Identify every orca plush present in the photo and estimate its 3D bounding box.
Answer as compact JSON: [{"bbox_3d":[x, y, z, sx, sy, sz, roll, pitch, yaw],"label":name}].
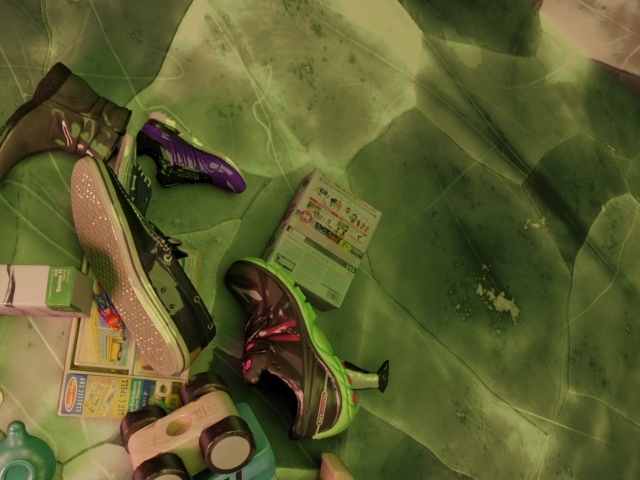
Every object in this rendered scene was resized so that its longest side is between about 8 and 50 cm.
[{"bbox_3d":[0.028,0.307,1.674,0.287,0.151,0.102,-3,36,-3],"label":"orca plush"}]

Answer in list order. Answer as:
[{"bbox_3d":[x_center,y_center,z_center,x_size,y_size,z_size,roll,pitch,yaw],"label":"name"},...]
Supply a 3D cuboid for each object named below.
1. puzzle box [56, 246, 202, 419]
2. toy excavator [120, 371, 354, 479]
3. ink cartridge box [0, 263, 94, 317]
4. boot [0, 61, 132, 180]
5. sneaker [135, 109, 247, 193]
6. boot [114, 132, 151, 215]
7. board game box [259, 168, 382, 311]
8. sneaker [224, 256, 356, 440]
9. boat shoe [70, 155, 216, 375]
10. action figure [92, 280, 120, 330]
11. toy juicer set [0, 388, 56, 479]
[{"bbox_3d":[-0.424,0.199,1.511,0.272,0.052,0.408,10,73,-23],"label":"puzzle box"},{"bbox_3d":[-0.168,0.512,1.473,0.433,0.222,0.445,-26,121,-14],"label":"toy excavator"},{"bbox_3d":[-0.590,0.105,1.361,0.209,0.153,0.086,1,75,-4],"label":"ink cartridge box"},{"bbox_3d":[-0.586,-0.224,1.512,0.223,0.118,0.338,36,68,-19],"label":"boot"},{"bbox_3d":[-0.328,-0.177,1.636,0.293,0.102,0.146,34,68,-9],"label":"sneaker"},{"bbox_3d":[-0.440,-0.152,1.574,0.086,0.069,0.189,10,95,-30],"label":"boot"},{"bbox_3d":[0.000,0.000,1.746,0.224,0.097,0.303,34,66,-16],"label":"board game box"},{"bbox_3d":[-0.105,0.233,1.515,0.202,0.185,0.482,-23,60,-21],"label":"sneaker"},{"bbox_3d":[-0.384,0.045,1.443,0.156,0.187,0.500,-31,96,-42],"label":"boat shoe"},{"bbox_3d":[-0.469,0.147,1.456,0.038,0.030,0.115,-26,82,-24],"label":"action figure"},{"bbox_3d":[-0.633,0.477,1.323,0.209,0.089,0.329,-34,102,-16],"label":"toy juicer set"}]
